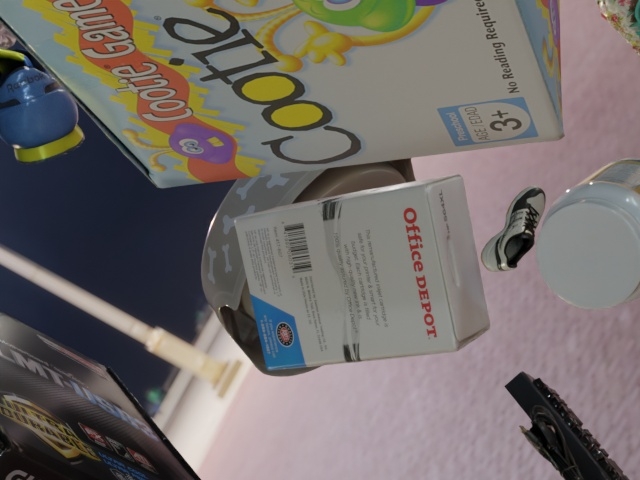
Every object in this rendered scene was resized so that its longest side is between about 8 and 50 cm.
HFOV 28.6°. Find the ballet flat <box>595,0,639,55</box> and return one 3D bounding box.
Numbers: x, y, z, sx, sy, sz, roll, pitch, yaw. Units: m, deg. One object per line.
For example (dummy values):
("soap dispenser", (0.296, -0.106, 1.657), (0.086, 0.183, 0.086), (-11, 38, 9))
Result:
("ballet flat", (0.397, -0.249, 1.476), (0.077, 0.241, 0.091), (31, 88, 43))

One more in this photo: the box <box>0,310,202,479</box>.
("box", (-0.206, 0.141, 0.923), (0.073, 0.295, 0.293), (-50, 45, 1))

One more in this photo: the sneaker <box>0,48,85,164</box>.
("sneaker", (-0.241, -0.125, 0.998), (0.069, 0.082, 0.209), (-25, 25, -14))

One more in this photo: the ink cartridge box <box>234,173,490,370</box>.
("ink cartridge box", (0.039, 0.030, 1.141), (0.086, 0.203, 0.148), (-19, -81, -59))

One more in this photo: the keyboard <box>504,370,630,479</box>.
("keyboard", (0.280, 0.243, 1.162), (0.033, 0.317, 0.201), (-46, -31, 13))

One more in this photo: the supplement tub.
("supplement tub", (0.340, -0.008, 1.446), (0.199, 0.144, 0.144), (-29, -25, -56))

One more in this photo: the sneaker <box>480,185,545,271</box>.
("sneaker", (0.168, -0.008, 1.032), (0.083, 0.032, 0.037), (-58, 25, -13))

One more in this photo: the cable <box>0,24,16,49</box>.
("cable", (-0.441, -0.242, 1.307), (0.257, 0.257, 0.089), (176, 91, -84))

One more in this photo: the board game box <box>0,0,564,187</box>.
("board game box", (-0.004, -0.176, 0.404), (0.144, 0.142, 0.275), (51, -142, -57))

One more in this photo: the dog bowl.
("dog bowl", (0.000, 0.000, 1.555), (0.348, 0.102, 0.349), (-32, -37, -28))
